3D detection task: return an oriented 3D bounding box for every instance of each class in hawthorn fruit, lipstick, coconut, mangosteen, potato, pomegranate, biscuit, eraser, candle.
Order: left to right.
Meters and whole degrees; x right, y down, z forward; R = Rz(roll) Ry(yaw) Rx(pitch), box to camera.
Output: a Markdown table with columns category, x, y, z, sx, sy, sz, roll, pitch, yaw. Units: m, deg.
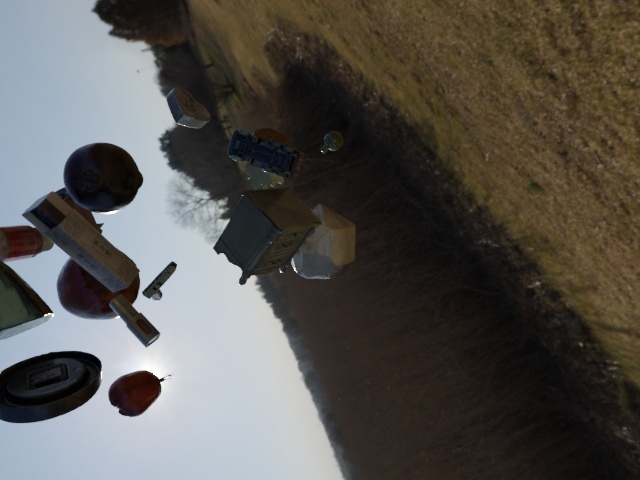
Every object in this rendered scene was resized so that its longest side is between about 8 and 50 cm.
| category | x | y | z | sx | sy | sz | roll | pitch | yaw |
| --- | --- | --- | --- | --- | --- | --- | --- | --- | --- |
| potato | -1.089 | 0.191 | 1.489 | 0.280 | 0.331 | 0.213 | 65 | 169 | 0 |
| eraser | -0.812 | 0.015 | 1.564 | 0.404 | 0.098 | 0.096 | 54 | -148 | -33 |
| hawthorn fruit | -1.144 | 0.235 | 2.299 | 0.403 | 0.403 | 0.402 | 158 | 90 | -84 |
| mangosteen | -0.932 | -0.271 | 1.969 | 0.359 | 0.306 | 0.305 | -108 | -3 | -80 |
| lipstick | -0.814 | 0.349 | 1.981 | 0.253 | 0.079 | 0.077 | 44 | 137 | 8 |
| hawthorn fruit | -0.862 | 0.718 | 2.189 | 0.211 | 0.299 | 0.211 | 46 | 152 | 34 |
| candle | -0.559 | -0.543 | 1.885 | 0.192 | 0.068 | 0.168 | 40 | -146 | -25 |
| biscuit | -0.206 | -0.435 | 2.131 | 0.037 | 0.262 | 0.261 | -41 | 63 | 38 |
| coconut | 0.000 | 0.000 | 2.458 | 0.344 | 0.416 | 0.415 | -44 | -67 | -78 |
| pomegranate | 0.040 | -0.345 | 1.586 | 0.085 | 0.073 | 0.073 | -21 | 91 | 40 |

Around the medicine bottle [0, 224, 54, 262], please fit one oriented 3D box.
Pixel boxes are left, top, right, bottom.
| category | x | y | z | sx | sy | sz | roll | pitch | yaw |
| --- | --- | --- | --- | --- | --- | --- | --- | --- | --- |
| medicine bottle | -1.186 | 0.009 | 1.779 | 0.147 | 0.147 | 0.247 | 68 | -165 | 1 |

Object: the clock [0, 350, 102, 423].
| category | x | y | z | sx | sy | sz | roll | pitch | yaw |
| --- | --- | --- | --- | --- | --- | --- | --- | --- | --- |
| clock | -0.761 | 0.401 | 1.263 | 0.280 | 0.281 | 0.055 | -129 | 39 | -69 |

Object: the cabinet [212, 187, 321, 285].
| category | x | y | z | sx | sy | sz | roll | pitch | yaw |
| --- | --- | --- | --- | --- | --- | --- | --- | --- | --- |
| cabinet | -0.219 | -0.017 | 1.845 | 0.227 | 0.318 | 0.290 | 46 | -150 | 19 |

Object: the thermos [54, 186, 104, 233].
| category | x | y | z | sx | sy | sz | roll | pitch | yaw |
| --- | --- | --- | --- | --- | --- | --- | --- | --- | --- |
| thermos | -1.160 | -0.102 | 2.139 | 0.146 | 0.176 | 0.265 | 24 | 148 | 41 |

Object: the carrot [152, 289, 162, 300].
| category | x | y | z | sx | sy | sz | roll | pitch | yaw |
| --- | --- | --- | --- | --- | --- | --- | --- | --- | --- |
| carrot | -0.871 | 0.275 | 2.395 | 0.060 | 0.060 | 0.186 | 67 | 159 | 16 |

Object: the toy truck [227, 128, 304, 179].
| category | x | y | z | sx | sy | sz | roll | pitch | yaw |
| --- | --- | --- | --- | --- | --- | --- | --- | --- | --- |
| toy truck | -0.226 | -0.369 | 1.931 | 0.162 | 0.306 | 0.136 | -35 | -35 | -77 |

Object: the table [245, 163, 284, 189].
| category | x | y | z | sx | sy | sz | roll | pitch | yaw |
| --- | --- | --- | --- | --- | --- | --- | --- | --- | --- |
| table | -0.266 | -0.359 | 2.348 | 0.198 | 0.167 | 0.166 | -32 | -76 | -56 |

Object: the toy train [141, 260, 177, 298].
| category | x | y | z | sx | sy | sz | roll | pitch | yaw |
| --- | --- | --- | --- | --- | --- | --- | --- | --- | --- |
| toy train | -0.757 | 0.186 | 2.145 | 0.047 | 0.207 | 0.043 | 37 | 174 | 48 |
